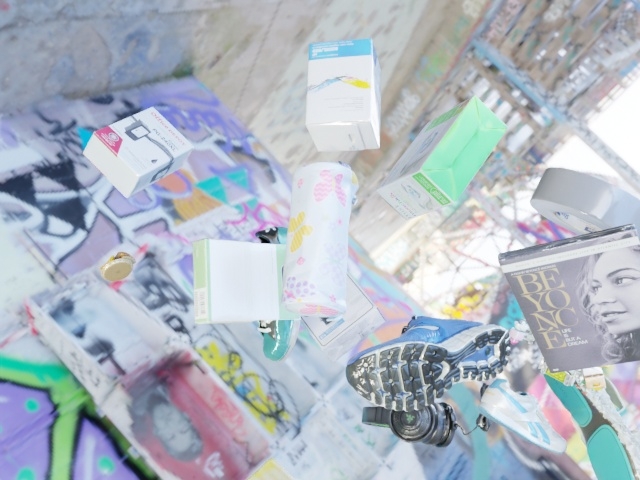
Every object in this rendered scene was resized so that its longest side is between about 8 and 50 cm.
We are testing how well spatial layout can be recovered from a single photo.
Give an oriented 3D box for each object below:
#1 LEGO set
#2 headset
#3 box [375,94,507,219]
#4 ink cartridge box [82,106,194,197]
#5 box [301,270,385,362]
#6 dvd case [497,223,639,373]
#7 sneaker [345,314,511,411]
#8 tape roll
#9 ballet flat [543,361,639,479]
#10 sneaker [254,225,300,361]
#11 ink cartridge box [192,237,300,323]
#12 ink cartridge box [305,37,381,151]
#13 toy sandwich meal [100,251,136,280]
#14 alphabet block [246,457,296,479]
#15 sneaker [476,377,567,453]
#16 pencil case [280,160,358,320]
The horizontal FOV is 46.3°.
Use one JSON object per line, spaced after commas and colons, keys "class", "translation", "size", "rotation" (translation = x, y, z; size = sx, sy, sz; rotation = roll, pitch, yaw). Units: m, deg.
{"class": "LEGO set", "translation": [0.512, 0.264, 1.551], "size": [0.287, 0.132, 0.107], "rotation": [-136, -123, -64]}
{"class": "headset", "translation": [0.302, 0.485, 2.116], "size": [0.394, 0.185, 0.243], "rotation": [-5, 161, 40]}
{"class": "box", "translation": [0.299, -0.198, 1.856], "size": [0.262, 0.127, 0.231], "rotation": [-52, -167, -21]}
{"class": "ink cartridge box", "translation": [-0.308, -0.154, 1.280], "size": [0.063, 0.109, 0.150], "rotation": [-49, 176, 40]}
{"class": "box", "translation": [0.005, 0.133, 1.827], "size": [0.169, 0.290, 0.087], "rotation": [-37, 144, -2]}
{"class": "dvd case", "translation": [0.341, 0.083, 0.950], "size": [0.164, 0.221, 0.018], "rotation": [-15, -146, 27]}
{"class": "sneaker", "translation": [0.183, 0.214, 1.363], "size": [0.330, 0.130, 0.147], "rotation": [-6, -167, -30]}
{"class": "tape roll", "translation": [0.517, -0.060, 1.435], "size": [0.072, 0.219, 0.219], "rotation": [-64, 171, -1]}
{"class": "ballet flat", "translation": [0.663, 0.420, 1.720], "size": [0.147, 0.409, 0.147], "rotation": [-14, 145, -10]}
{"class": "sneaker", "translation": [-0.114, 0.118, 1.668], "size": [0.121, 0.302, 0.108], "rotation": [8, 175, -31]}
{"class": "ink cartridge box", "translation": [-0.153, 0.088, 1.571], "size": [0.235, 0.171, 0.056], "rotation": [5, 168, -41]}
{"class": "ink cartridge box", "translation": [0.062, -0.368, 1.921], "size": [0.168, 0.232, 0.171], "rotation": [-1, 163, 12]}
{"class": "toy sandwich meal", "translation": [-0.480, 0.062, 1.767], "size": [0.085, 0.029, 0.085], "rotation": [-21, 146, -15]}
{"class": "alphabet block", "translation": [-0.090, 0.513, 1.210], "size": [0.193, 0.197, 0.192], "rotation": [-35, 156, -41]}
{"class": "sneaker", "translation": [0.458, 0.390, 1.643], "size": [0.092, 0.229, 0.087], "rotation": [-58, -168, -11]}
{"class": "pencil case", "translation": [0.000, 0.000, 1.308], "size": [0.113, 0.273, 0.124], "rotation": [-10, 156, 42]}
